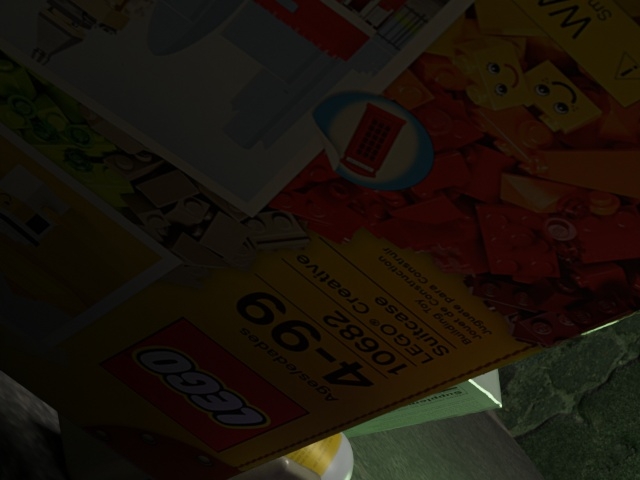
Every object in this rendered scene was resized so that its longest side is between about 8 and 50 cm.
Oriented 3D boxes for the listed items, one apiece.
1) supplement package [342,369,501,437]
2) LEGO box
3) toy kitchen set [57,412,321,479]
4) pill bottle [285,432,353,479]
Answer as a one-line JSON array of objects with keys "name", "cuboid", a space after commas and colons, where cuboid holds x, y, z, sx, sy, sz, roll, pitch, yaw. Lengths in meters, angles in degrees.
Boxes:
[{"name": "supplement package", "cuboid": [0.000, 0.000, 1.061, 0.145, 0.204, 0.261, 40, 40, -59]}, {"name": "LEGO box", "cuboid": [-0.107, -0.160, 0.520, 0.500, 0.372, 0.193, 40, 50, -18]}, {"name": "toy kitchen set", "cuboid": [-0.032, 0.173, 0.782, 0.166, 0.122, 0.207, 42, 29, -56]}, {"name": "pill bottle", "cuboid": [-0.047, 0.124, 0.871, 0.184, 0.103, 0.103, 48, 5, -10]}]
